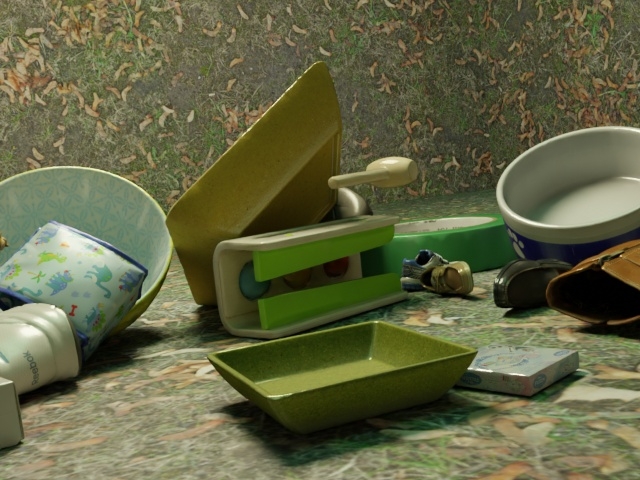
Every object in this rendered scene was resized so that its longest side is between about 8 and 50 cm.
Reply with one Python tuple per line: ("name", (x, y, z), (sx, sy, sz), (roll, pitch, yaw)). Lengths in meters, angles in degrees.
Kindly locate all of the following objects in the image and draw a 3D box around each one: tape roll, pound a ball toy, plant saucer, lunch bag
("tape roll", (0.212, 0.007, 1.494), (0.321, 0.077, 0.321), (-7, 5, 1))
("pound a ball toy", (0.000, 0.000, 1.129), (0.136, 0.208, 0.319), (-1, 9, 45))
("plant saucer", (-0.071, -0.056, 1.219), (0.333, 0.081, 0.332), (-48, -17, -20))
("lunch bag", (-0.312, 0.057, 0.980), (0.129, 0.151, 0.096), (-56, -1, -40))
("plant saucer", (0.014, 0.121, 0.712), (0.188, 0.045, 0.188), (-8, 6, -22))

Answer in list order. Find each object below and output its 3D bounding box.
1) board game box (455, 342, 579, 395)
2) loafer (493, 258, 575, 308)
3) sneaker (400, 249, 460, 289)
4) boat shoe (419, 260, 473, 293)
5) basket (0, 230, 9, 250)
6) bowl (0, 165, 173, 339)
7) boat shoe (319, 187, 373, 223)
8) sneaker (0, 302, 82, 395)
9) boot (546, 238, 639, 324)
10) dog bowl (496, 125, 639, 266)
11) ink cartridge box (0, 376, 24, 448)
("board game box", (0.171, 0.114, 0.722), (0.090, 0.020, 0.090), (-2, 7, 45))
("loafer", (0.284, 0.053, 1.024), (0.170, 0.062, 0.061), (-13, 13, -43))
("sneaker", (0.181, 0.041, 1.267), (0.135, 0.058, 0.052), (-10, 7, -40))
("boat shoe", (0.183, 0.058, 1.166), (0.045, 0.050, 0.135), (-11, -4, -12))
("basket", (-0.572, -0.056, 0.955), (0.299, 0.223, 0.213), (19, 46, 33))
("bowl", (-0.359, 0.050, 1.141), (0.289, 0.289, 0.156), (-8, -37, -19))
("boat shoe", (-0.027, -0.009, 1.488), (0.355, 0.132, 0.130), (-11, -36, 45))
("sneaker", (-0.412, 0.123, 0.898), (0.297, 0.111, 0.129), (-5, 12, 31))
("boot", (0.404, 0.029, 0.850), (0.220, 0.109, 0.283), (-10, 4, -40))
("dog bowl", (0.410, -0.061, 1.219), (0.265, 0.104, 0.265), (-17, 32, 11))
("ink cartridge box", (-0.339, 0.154, 0.713), (0.099, 0.056, 0.135), (-10, 6, -41))
